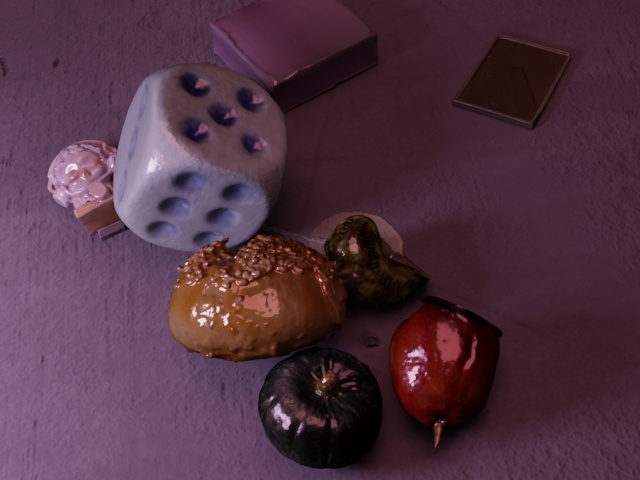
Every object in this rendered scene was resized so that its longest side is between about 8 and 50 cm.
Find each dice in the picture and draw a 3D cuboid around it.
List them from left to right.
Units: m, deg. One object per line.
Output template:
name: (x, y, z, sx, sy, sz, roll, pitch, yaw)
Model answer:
dice: (-0.230, -0.151, 1.694, 0.264, 0.268, 0.263, 13, 52, -25)

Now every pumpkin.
pumpkin: (0.003, 0.270, 1.470, 0.211, 0.152, 0.212, 1, 56, -1)

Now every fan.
fan: (0.000, 0.000, 1.769, 0.329, 0.009, 0.191, 15, 56, 16)

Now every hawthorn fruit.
hawthorn fruit: (0.207, 0.220, 1.481, 0.189, 0.189, 0.251, 0, 66, 6)

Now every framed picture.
framed picture: (0.430, -0.363, 1.997, 0.189, 0.023, 0.260, 21, 57, 20)

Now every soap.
soap: (-0.061, -0.454, 2.063, 0.296, 0.107, 0.285, -29, 55, -15)

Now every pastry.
pastry: (-0.111, 0.086, 1.550, 0.315, 0.184, 0.284, -4, 14, 15)

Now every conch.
conch: (0.090, 0.040, 1.653, 0.124, 0.187, 0.181, -48, 52, 19)

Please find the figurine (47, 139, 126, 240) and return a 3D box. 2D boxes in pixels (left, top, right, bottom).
figurine: (-0.472, -0.121, 1.825, 0.162, 0.141, 0.237, -25, 54, -7)
